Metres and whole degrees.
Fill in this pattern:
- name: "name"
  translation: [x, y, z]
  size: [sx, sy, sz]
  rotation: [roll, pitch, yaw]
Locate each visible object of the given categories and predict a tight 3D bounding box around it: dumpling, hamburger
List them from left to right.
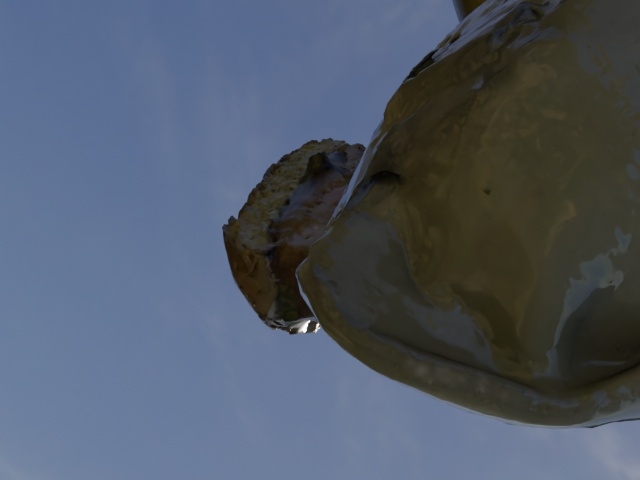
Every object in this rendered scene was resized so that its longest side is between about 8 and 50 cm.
- name: "hamburger"
  translation: [0.000, 0.000, 1.367]
  size: [0.124, 0.262, 0.131]
  rotation: [5, -63, 14]
- name: "dumpling"
  translation: [0.141, -0.007, 0.678]
  size: [0.243, 0.318, 0.187]
  rotation: [38, -30, 9]

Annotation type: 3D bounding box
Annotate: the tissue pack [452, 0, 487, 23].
- name: "tissue pack"
  translation: [0.170, -0.167, 1.235]
  size: [0.127, 0.123, 0.178]
  rotation: [66, 3, -65]
